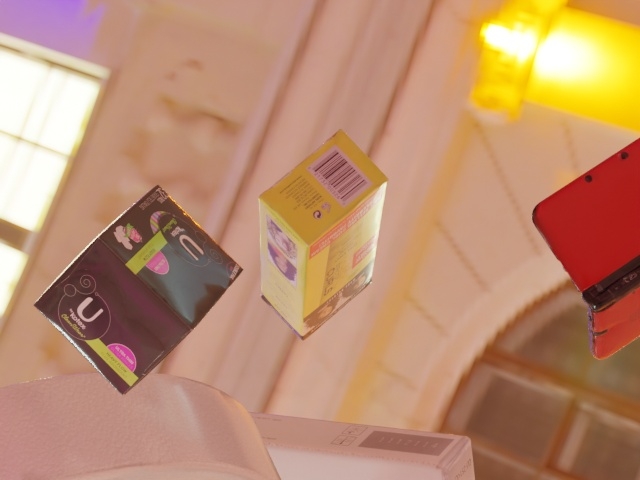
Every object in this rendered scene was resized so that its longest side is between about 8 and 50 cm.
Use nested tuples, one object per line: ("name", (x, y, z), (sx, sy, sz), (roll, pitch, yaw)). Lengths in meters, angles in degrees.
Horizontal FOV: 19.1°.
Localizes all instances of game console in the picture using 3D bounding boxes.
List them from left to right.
("game console", (0.246, 0.002, 1.484), (0.144, 0.085, 0.124), (-32, -35, -13))

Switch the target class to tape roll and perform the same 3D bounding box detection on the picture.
("tape roll", (-0.204, 0.221, 1.182), (0.392, 0.072, 0.392), (-20, -30, -12))

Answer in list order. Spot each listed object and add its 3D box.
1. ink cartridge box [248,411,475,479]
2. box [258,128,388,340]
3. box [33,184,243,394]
("ink cartridge box", (-0.002, 0.286, 1.668), (0.066, 0.296, 0.261), (-36, -55, -55))
("box", (0.000, 0.000, 1.490), (0.087, 0.058, 0.232), (-40, -15, -16))
("box", (-0.084, 0.022, 0.894), (0.052, 0.062, 0.083), (-44, 4, 23))
